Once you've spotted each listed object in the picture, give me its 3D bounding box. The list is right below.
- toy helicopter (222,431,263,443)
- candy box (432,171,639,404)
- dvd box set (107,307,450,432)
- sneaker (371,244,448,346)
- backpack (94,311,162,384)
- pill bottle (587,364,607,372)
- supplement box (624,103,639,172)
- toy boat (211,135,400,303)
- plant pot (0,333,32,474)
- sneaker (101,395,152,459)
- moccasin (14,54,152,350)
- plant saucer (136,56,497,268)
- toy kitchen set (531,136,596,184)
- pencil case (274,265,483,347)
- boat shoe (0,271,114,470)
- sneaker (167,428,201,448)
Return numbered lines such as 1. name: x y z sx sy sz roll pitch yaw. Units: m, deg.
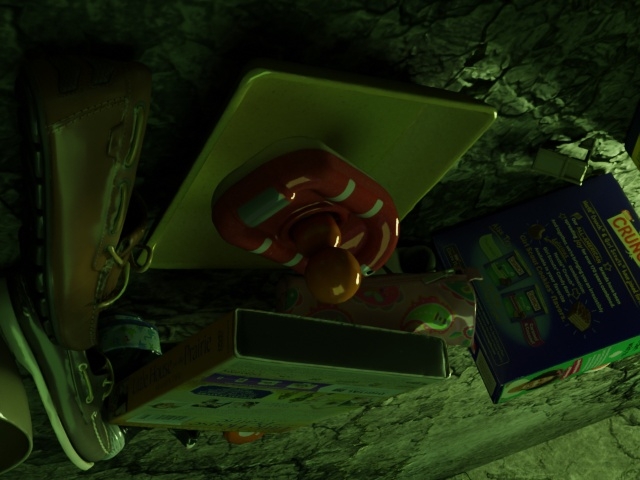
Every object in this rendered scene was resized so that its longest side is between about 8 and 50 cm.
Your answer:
1. toy helicopter: -0.029 0.204 1.378 0.235 0.140 0.355 10 127 -33
2. candy box: 0.372 0.074 1.261 0.317 0.268 0.122 -20 155 -2
3. dvd box set: -0.075 0.196 1.083 0.307 0.062 0.420 11 153 -30
4. sneaker: 0.156 0.088 1.287 0.146 0.122 0.330 -53 144 6
5. backpack: -0.294 0.153 1.156 0.114 0.084 0.105 -31 147 32
6. pill bottle: 0.536 0.123 1.542 0.181 0.181 0.323 -16 150 -8
7. supplement box: 0.599 -0.074 1.064 0.195 0.357 0.194 -19 152 -2
8. toy boat: 0.000 0.000 0.850 0.151 0.151 0.231 -33 149 22
9. plant pot: -0.481 0.155 0.913 0.284 0.191 0.284 -9 148 -5
10. sneaker: -0.337 0.283 1.301 0.153 0.101 0.268 -26 -172 -35
11. moccasin: -0.239 -0.024 0.836 0.147 0.139 0.380 -10 133 -29
12. plant saucer: -0.017 -0.088 0.930 0.332 0.081 0.333 2 145 -35
13. toy kitchen set: 0.357 -0.128 1.163 0.083 0.075 0.068 -35 143 -75
14. pencil case: 0.079 0.094 1.098 0.284 0.124 0.124 -3 149 -4
15. boat shoe: -0.331 0.173 1.052 0.096 0.116 0.324 -22 123 -15
16. sneaker: -0.222 0.303 1.434 0.077 0.072 0.178 -43 -170 13
